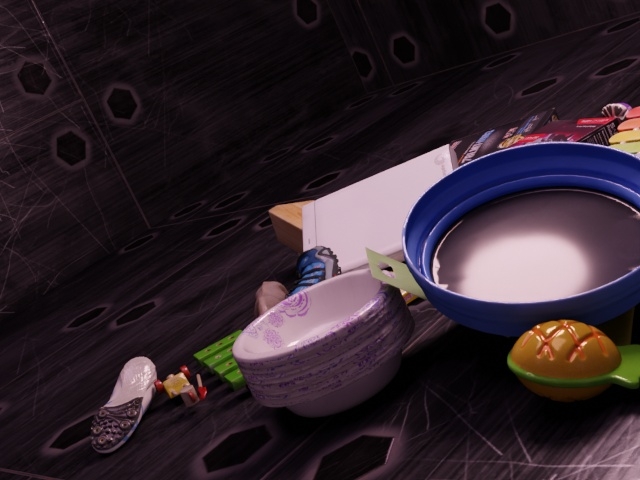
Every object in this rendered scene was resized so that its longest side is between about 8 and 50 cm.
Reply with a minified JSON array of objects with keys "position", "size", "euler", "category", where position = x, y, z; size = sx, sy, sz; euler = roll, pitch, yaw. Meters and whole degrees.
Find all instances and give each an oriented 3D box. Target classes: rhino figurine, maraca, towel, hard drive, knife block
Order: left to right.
[{"position":[-0.091,0.150,1.970],"size":[0.073,0.106,0.243],"euler":[-24,14,7],"category":"rhino figurine"},{"position":[0.000,0.000,2.278],"size":[0.275,0.088,0.242],"euler":[-7,29,18],"category":"knife block"},{"position":[0.125,-0.043,2.105],"size":[0.353,0.047,0.233],"euler":[-22,45,20],"category":"hard drive"},{"position":[0.327,0.152,1.278],"size":[0.185,0.099,0.127],"euler":[3,25,20],"category":"maraca"},{"position":[0.401,0.105,1.469],"size":[0.102,0.021,0.237],"euler":[-19,15,26],"category":"towel"}]

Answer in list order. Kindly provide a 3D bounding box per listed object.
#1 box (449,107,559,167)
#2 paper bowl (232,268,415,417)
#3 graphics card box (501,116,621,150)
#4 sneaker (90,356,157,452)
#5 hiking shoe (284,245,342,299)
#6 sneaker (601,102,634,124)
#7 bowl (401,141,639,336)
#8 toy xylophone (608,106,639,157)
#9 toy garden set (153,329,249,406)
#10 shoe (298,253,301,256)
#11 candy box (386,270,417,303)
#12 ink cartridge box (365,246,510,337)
[{"position":[0.418,-0.210,2.494],"size":[0.293,0.073,0.295],"euler":[-16,16,31],"category":"box"},{"position":[0.014,0.173,1.623],"size":[0.284,0.148,0.284],"euler":[-24,15,7],"category":"paper bowl"},{"position":[0.439,-0.142,2.162],"size":[0.371,0.094,0.233],"euler":[-31,16,-17],"category":"graphics card box"},{"position":[-0.364,0.319,1.922],"size":[0.085,0.086,0.237],"euler":[7,34,9],"category":"sneaker"},{"position":[-0.018,0.094,1.925],"size":[0.132,0.113,0.304],"euler":[-14,21,-10],"category":"hiking shoe"},{"position":[0.643,-0.263,2.177],"size":[0.071,0.068,0.170],"euler":[-38,-13,3],"category":"sneaker"},{"position":[0.314,-0.007,1.476],"size":[0.391,0.077,0.391],"euler":[-12,34,8],"category":"bowl"},{"position":[0.654,-0.190,1.944],"size":[0.236,0.081,0.322],"euler":[-10,28,49],"category":"toy xylophone"},{"position":[-0.188,0.253,1.893],"size":[0.203,0.049,0.244],"euler":[-28,15,-18],"category":"toy garden set"},{"position":[0.040,-0.008,2.421],"size":[0.219,0.058,0.076],"euler":[-31,15,-21],"category":"shoe"},{"position":[0.126,0.094,1.965],"size":[0.105,0.027,0.206],"euler":[-27,13,-25],"category":"candy box"},{"position":[0.191,0.060,1.608],"size":[0.056,0.235,0.171],"euler":[-62,8,13],"category":"ink cartridge box"}]
